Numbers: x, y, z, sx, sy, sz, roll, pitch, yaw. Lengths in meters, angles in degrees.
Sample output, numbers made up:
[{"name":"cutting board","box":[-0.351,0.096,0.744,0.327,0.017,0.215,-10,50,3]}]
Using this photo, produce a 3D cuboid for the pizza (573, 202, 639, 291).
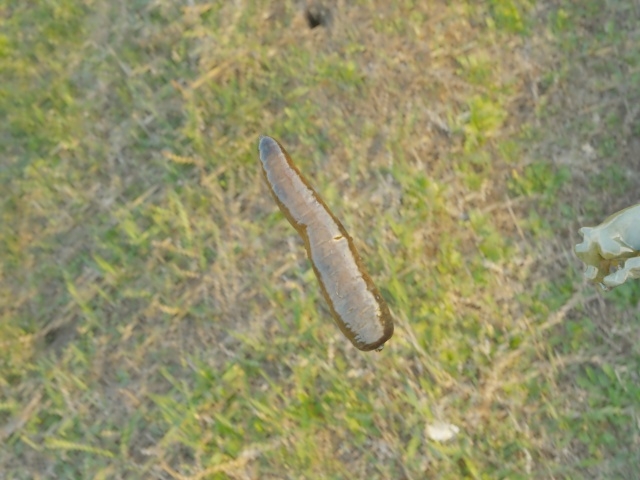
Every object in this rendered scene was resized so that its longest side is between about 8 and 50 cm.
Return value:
[{"name":"pizza","box":[0.287,-0.015,0.641,0.297,0.189,0.071,-9,97,30]}]

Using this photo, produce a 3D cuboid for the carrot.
[{"name":"carrot","box":[0.001,-0.001,0.801,0.035,0.035,0.165,-28,82,6]}]
